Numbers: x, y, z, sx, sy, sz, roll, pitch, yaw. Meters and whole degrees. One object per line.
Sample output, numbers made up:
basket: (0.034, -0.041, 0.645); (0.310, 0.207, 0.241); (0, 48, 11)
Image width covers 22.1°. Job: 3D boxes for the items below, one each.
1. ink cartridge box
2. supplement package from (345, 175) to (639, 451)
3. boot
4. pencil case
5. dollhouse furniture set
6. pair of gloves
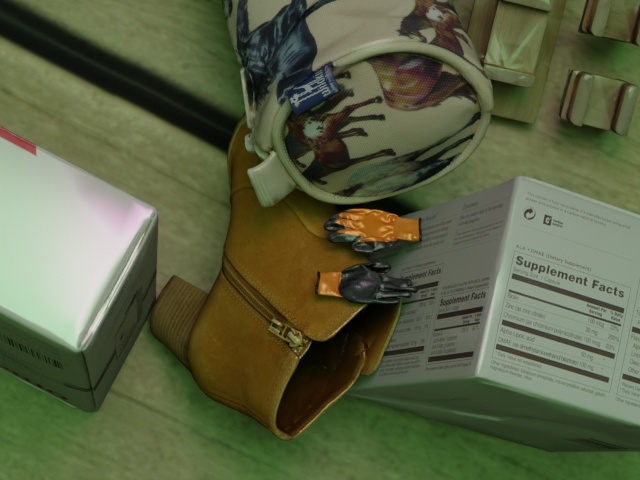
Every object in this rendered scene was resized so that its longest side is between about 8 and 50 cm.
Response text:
ink cartridge box: (-0.235, 0.015, 1.219); (0.207, 0.283, 0.117); (27, 74, 1)
supplement package: (0.162, 0.065, 1.228); (0.204, 0.262, 0.145); (17, 78, -18)
boot: (-0.001, 0.000, 1.276); (0.104, 0.211, 0.295); (33, 85, -42)
pencil case: (-0.018, -0.219, 1.273); (0.184, 0.160, 0.410); (-16, 54, -6)
dollhouse furniture set: (0.172, -0.227, 1.395); (0.212, 0.161, 0.242); (13, 100, -2)
pair of gloves: (0.036, 0.011, 1.198); (0.074, 0.010, 0.083); (5, 56, 4)
